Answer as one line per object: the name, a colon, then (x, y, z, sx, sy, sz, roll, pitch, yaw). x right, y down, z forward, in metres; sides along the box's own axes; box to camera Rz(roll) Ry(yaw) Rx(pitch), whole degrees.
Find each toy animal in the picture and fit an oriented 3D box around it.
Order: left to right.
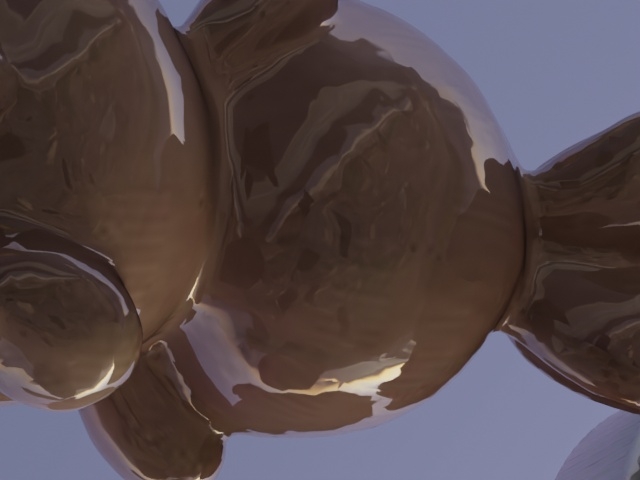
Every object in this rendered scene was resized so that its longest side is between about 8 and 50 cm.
toy animal: (-0.001, -0.001, 0.394, 0.213, 0.124, 0.124, 11, -95, -29)

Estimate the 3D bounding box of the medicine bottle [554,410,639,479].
medicine bottle: (0.222, 0.108, 0.461, 0.252, 0.241, 0.252, 29, -136, -32)
